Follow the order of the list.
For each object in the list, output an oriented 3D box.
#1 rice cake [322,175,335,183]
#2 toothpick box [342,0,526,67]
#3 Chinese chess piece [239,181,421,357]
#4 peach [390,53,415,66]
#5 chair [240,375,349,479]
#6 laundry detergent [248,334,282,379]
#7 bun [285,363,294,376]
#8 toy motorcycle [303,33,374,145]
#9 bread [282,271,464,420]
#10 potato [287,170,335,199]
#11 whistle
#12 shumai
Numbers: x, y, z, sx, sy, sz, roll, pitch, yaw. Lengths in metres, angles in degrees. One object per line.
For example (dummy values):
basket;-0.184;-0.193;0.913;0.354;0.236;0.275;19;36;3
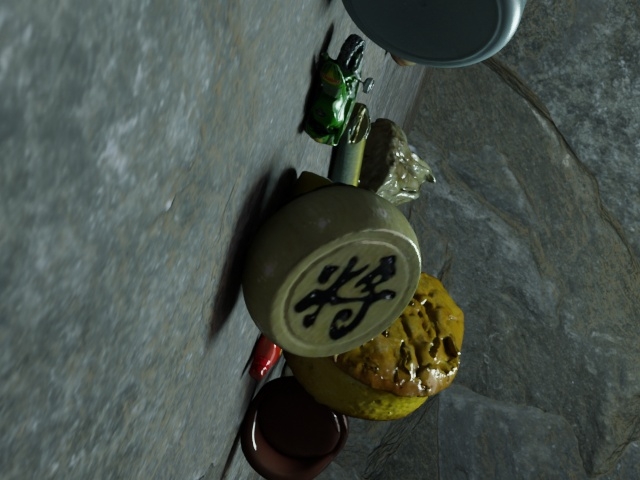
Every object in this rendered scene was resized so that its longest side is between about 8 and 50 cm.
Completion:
rice cake;0.000;0.000;1.825;0.040;0.085;0.226;-76;-174;-80
toothpick box;0.176;-0.434;1.296;0.263;0.262;0.355;101;11;-59
Chinese chess piece;0.016;0.045;1.389;0.104;0.257;0.257;57;-39;43
peach;0.182;-0.405;2.082;0.083;0.083;0.083;21;90;-84
chair;-0.013;0.328;2.163;0.401;0.226;0.227;-58;167;-58
laundry detergent;-0.087;0.184;1.839;0.097;0.049;0.165;94;17;-45
bun;-0.009;0.289;2.520;0.193;0.127;0.179;-43;155;-71
toy motorcycle;0.019;-0.202;1.420;0.106;0.074;0.190;-53;165;-39
bread;0.099;0.182;2.021;0.215;0.398;0.398;-62;179;39
potato;0.000;0.004;1.529;0.158;0.178;0.203;-53;-174;-3
whistle;0.052;-0.141;1.915;0.326;0.057;0.068;100;11;-59
shumai;0.158;-0.136;2.138;0.184;0.185;0.218;115;-12;-46
